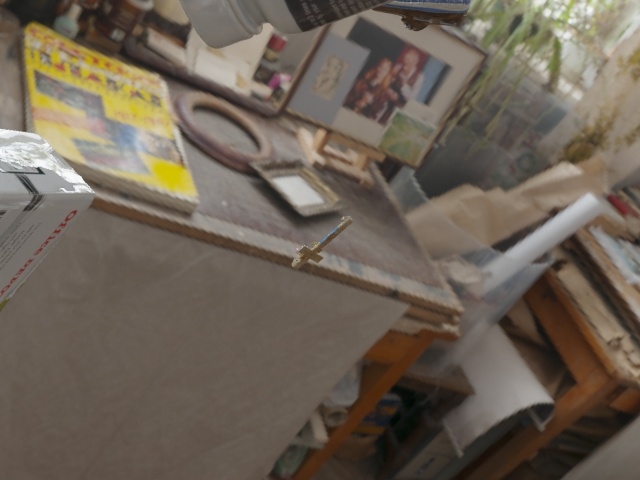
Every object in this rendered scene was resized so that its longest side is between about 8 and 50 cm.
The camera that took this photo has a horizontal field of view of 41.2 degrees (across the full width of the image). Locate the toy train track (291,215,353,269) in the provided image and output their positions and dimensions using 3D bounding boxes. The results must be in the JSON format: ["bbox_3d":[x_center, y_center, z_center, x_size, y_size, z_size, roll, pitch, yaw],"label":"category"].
[{"bbox_3d":[0.000,0.000,0.934,0.014,0.083,0.048,55,11,29],"label":"toy train track"}]

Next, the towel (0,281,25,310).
[{"bbox_3d":[-0.423,0.064,1.001,0.102,0.237,0.021,18,62,-27],"label":"towel"}]

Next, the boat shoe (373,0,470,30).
[{"bbox_3d":[0.173,-0.409,1.521,0.183,0.066,0.066,6,46,2],"label":"boat shoe"}]

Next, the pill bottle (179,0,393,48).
[{"bbox_3d":[0.013,-0.360,0.983,0.204,0.360,0.204,-17,90,-79],"label":"pill bottle"}]

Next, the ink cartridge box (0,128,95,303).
[{"bbox_3d":[-0.294,-0.012,0.670,0.086,0.148,0.203,45,10,6],"label":"ink cartridge box"}]
